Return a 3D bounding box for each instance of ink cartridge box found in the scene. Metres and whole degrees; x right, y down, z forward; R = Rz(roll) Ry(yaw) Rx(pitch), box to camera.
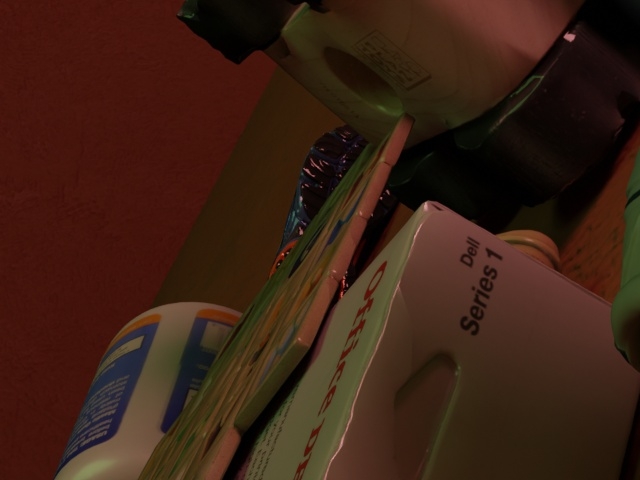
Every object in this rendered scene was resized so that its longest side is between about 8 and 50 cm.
[{"bbox_3d":[0.007,0.145,0.751,0.278,0.117,0.201,-51,13,51],"label":"ink cartridge box"}]

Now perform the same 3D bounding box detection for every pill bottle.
[{"bbox_3d":[-0.101,0.169,1.178,0.152,0.152,0.272,-56,10,28],"label":"pill bottle"}]

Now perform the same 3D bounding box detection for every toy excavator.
[{"bbox_3d":[0.160,-0.255,0.957,0.445,0.222,0.433,-54,9,-13],"label":"toy excavator"}]

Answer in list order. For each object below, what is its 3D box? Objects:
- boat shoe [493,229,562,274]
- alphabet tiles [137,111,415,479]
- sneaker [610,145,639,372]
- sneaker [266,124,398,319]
[{"bbox_3d":[0.031,0.081,0.918,0.285,0.104,0.089,-31,25,53],"label":"boat shoe"},{"bbox_3d":[-0.052,0.085,0.894,0.285,0.011,0.342,-54,5,32],"label":"alphabet tiles"},{"bbox_3d":[0.158,0.003,0.514,0.258,0.094,0.091,144,136,-79],"label":"sneaker"},{"bbox_3d":[0.000,0.000,1.382,0.221,0.083,0.087,-64,4,-31],"label":"sneaker"}]
